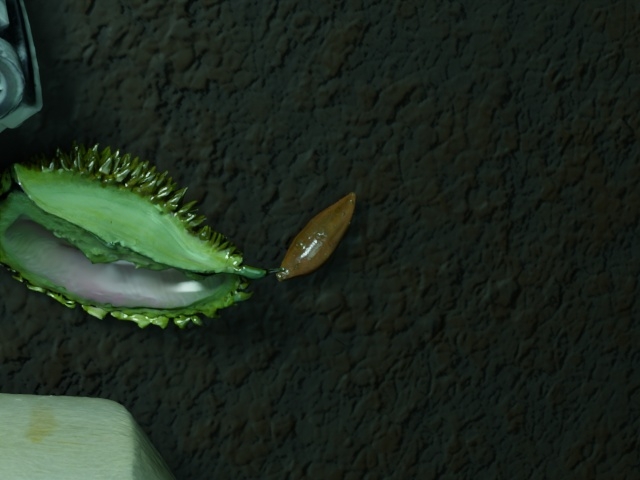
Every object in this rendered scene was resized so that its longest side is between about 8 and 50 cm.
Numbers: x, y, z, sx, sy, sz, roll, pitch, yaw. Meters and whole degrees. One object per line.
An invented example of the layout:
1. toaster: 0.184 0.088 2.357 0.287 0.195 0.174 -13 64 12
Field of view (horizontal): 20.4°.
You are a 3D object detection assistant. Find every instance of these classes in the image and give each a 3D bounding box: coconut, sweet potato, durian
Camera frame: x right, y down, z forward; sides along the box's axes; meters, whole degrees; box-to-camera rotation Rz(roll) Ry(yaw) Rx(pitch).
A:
1. coconut: -0.201 0.222 1.258 0.266 0.237 0.237 11 95 -26
2. sweet potato: 0.000 0.000 1.422 0.095 0.034 0.034 -47 115 -9
3. durian: -0.148 -0.008 1.319 0.221 0.137 0.095 27 53 -22

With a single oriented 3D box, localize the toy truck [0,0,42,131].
1. toy truck: -0.368 -0.168 1.099 0.207 0.173 0.387 -37 133 20
